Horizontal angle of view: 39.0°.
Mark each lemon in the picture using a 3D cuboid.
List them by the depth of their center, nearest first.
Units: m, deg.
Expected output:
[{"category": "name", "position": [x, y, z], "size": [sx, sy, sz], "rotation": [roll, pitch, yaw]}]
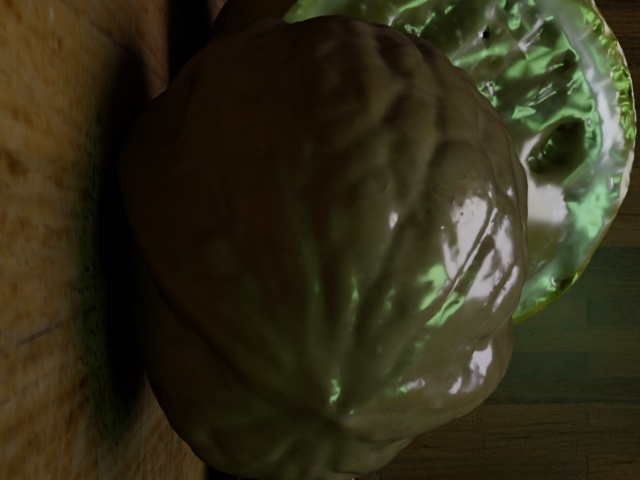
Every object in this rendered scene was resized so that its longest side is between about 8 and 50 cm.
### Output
[{"category": "lemon", "position": [0.057, -0.100, 0.765], "size": [0.364, 0.364, 0.364], "rotation": [180, -90, -90]}]

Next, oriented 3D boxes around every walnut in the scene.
[{"category": "walnut", "position": [0.000, 0.000, 0.464], "size": [0.261, 0.225, 0.225], "rotation": [-94, -177, -59]}]

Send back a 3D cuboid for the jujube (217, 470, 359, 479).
[{"category": "jujube", "position": [-0.017, 0.273, 0.818], "size": [0.190, 0.190, 0.255], "rotation": [93, -10, -81]}]
